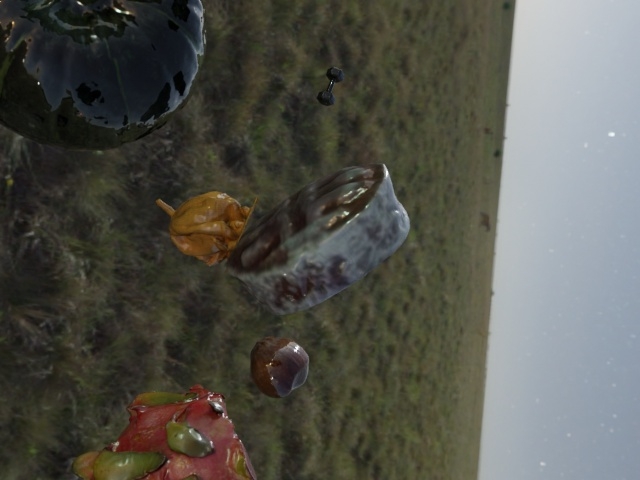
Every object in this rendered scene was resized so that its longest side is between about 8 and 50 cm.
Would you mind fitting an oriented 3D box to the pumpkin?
[{"bbox_3d":[-0.307,-0.273,0.781,0.241,0.323,0.324,168,-69,-69],"label":"pumpkin"}]

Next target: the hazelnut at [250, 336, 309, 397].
[{"bbox_3d":[-0.100,0.284,1.418,0.154,0.143,0.143,-28,123,-72],"label":"hazelnut"}]

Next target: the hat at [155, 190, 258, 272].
[{"bbox_3d":[-0.299,-0.060,1.554,0.244,0.233,0.234,-75,-170,-46],"label":"hat"}]

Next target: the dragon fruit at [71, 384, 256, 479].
[{"bbox_3d":[-0.126,0.189,0.508,0.150,0.207,0.133,1,80,-60],"label":"dragon fruit"}]

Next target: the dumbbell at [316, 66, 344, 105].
[{"bbox_3d":[0.022,-0.333,1.342,0.036,0.040,0.083,27,76,-31],"label":"dumbbell"}]

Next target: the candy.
[{"bbox_3d":[0.000,0.000,0.961,0.157,0.289,0.214,54,12,-26],"label":"candy"}]
